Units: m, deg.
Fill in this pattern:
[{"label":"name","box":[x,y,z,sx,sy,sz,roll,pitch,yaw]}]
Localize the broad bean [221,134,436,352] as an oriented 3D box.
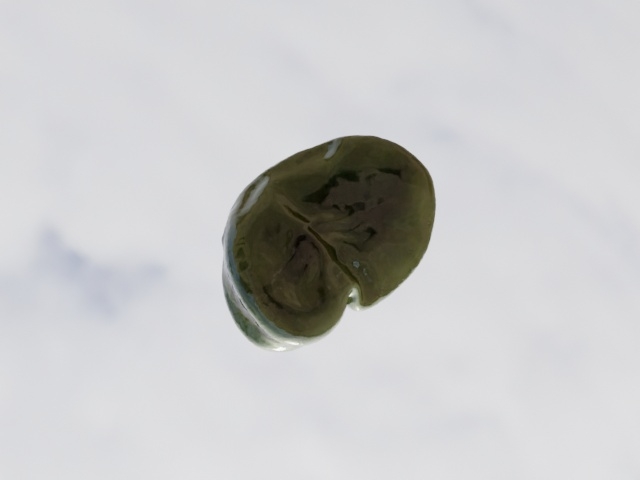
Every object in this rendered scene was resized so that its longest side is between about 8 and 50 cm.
[{"label":"broad bean","box":[0.001,-0.001,1.537,0.153,0.072,0.207,39,-115,-2]}]
